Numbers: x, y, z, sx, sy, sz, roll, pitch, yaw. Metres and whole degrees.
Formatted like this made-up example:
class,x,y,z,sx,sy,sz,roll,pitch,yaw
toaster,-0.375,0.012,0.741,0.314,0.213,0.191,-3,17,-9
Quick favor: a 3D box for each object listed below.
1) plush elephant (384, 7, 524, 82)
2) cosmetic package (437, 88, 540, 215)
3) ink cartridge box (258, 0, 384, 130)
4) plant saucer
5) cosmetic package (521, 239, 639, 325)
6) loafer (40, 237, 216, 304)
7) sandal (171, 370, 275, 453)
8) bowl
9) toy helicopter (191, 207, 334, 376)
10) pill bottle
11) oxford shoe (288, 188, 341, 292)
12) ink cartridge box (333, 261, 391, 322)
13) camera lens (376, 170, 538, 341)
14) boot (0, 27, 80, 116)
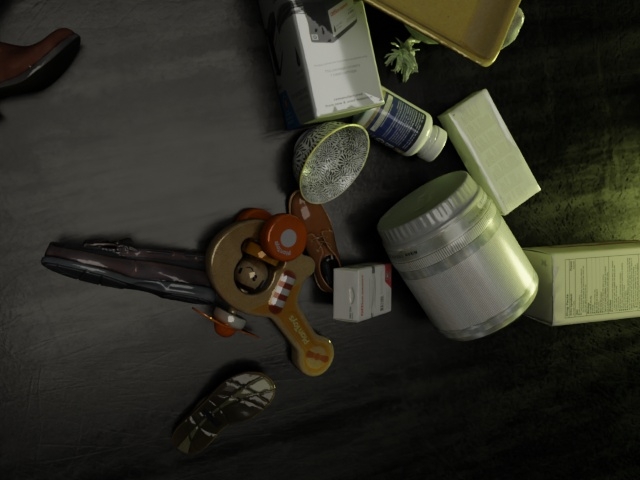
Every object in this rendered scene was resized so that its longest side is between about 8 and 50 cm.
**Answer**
class,x,y,z,sx,sy,sz,roll,pitch,yaw
plush elephant,0.237,-0.462,1.180,0.272,0.255,0.330,21,89,-16
cosmetic package,0.342,-0.176,1.331,0.099,0.060,0.239,-34,102,-12
ink cartridge box,-0.012,-0.363,1.137,0.129,0.223,0.307,-14,98,-13
plant saucer,0.166,-0.468,1.011,0.333,0.081,0.332,26,80,-9
cosmetic package,0.579,0.083,1.382,0.296,0.129,0.153,-2,96,-16
loafer,-0.326,0.040,1.158,0.303,0.109,0.095,16,72,-22
sandal,-0.183,0.318,1.234,0.219,0.060,0.090,-41,98,6
bowl,0.004,-0.159,1.217,0.170,0.170,0.080,-43,59,-8
toy helicopter,-0.090,0.126,1.200,0.235,0.140,0.355,-42,118,-22
pill bottle,0.154,-0.220,1.260,0.169,0.094,0.094,27,87,-15
oxford shoe,0.000,0.000,1.247,0.076,0.076,0.212,-23,98,-10
ink cartridge box,0.081,0.095,1.247,0.135,0.056,0.099,-5,97,-57
camera lens,0.262,0.035,1.244,0.219,0.219,0.274,-36,102,-10
boot,-0.577,-0.350,1.074,0.264,0.096,0.280,-38,95,-2
